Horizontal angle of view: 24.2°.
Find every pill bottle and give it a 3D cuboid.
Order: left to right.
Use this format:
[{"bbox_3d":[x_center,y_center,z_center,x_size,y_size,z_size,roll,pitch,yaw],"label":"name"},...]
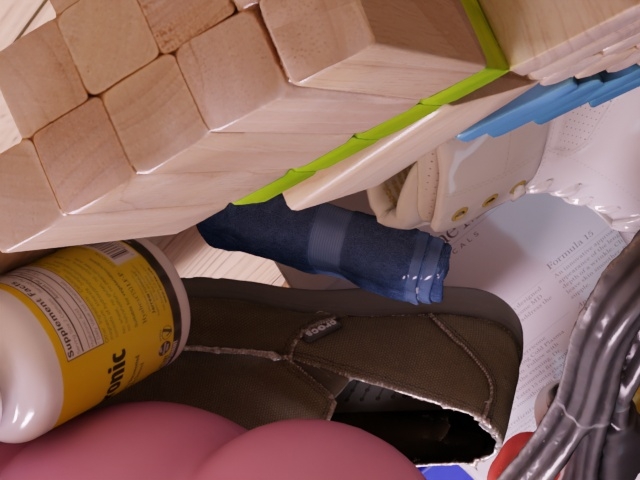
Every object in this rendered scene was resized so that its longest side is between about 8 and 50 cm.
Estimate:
[{"bbox_3d":[-0.112,0.042,0.598,0.116,0.065,0.065,-27,165,-47],"label":"pill bottle"}]

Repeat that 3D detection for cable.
[{"bbox_3d":[0.118,0.074,0.728,0.139,0.072,0.287,-35,151,-10],"label":"cable"}]

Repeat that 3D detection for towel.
[{"bbox_3d":[0.000,0.000,0.674,0.067,0.119,0.029,70,39,-77],"label":"towel"}]

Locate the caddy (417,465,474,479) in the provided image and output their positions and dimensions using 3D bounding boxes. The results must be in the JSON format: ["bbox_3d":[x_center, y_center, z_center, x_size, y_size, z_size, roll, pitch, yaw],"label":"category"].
[{"bbox_3d":[0.007,0.152,1.231,0.341,0.179,0.241,-33,145,-32],"label":"caddy"}]

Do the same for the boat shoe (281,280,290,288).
[{"bbox_3d":[0.119,-0.030,0.947,0.341,0.122,0.110,-39,171,7],"label":"boat shoe"}]

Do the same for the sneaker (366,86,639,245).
[{"bbox_3d":[0.094,-0.049,0.654,0.169,0.108,0.292,-34,139,-6],"label":"sneaker"}]

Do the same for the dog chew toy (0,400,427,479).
[{"bbox_3d":[-0.085,0.159,0.630,0.332,0.207,0.206,-19,-178,32],"label":"dog chew toy"}]

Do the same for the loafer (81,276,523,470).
[{"bbox_3d":[-0.020,0.075,0.732,0.251,0.087,0.094,-5,134,0],"label":"loafer"}]

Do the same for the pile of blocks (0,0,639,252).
[{"bbox_3d":[0.046,-0.096,0.452,0.362,0.113,0.149,-17,171,-42],"label":"pile of blocks"}]

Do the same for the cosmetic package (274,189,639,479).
[{"bbox_3d":[0.194,-0.026,0.860,0.377,0.097,0.284,-39,130,4],"label":"cosmetic package"}]
